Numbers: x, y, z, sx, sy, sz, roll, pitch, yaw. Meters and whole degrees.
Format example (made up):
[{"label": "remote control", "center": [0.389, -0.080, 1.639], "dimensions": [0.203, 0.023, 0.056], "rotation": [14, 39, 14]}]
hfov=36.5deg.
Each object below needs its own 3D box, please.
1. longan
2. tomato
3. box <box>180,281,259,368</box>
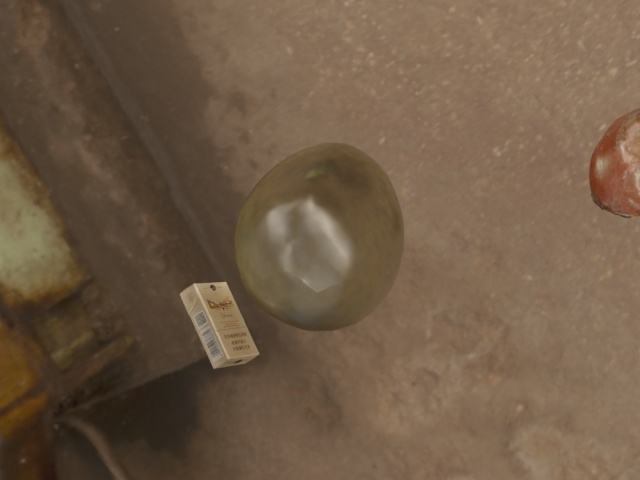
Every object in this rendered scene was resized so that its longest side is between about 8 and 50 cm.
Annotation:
[{"label": "longan", "center": [0.000, 0.000, 1.220], "dimensions": [0.215, 0.246, 0.246], "rotation": [-13, 107, 4]}, {"label": "tomato", "center": [0.536, -0.139, 1.549], "dimensions": [0.181, 0.214, 0.155], "rotation": [26, 133, 56]}, {"label": "box", "center": [-0.098, 0.081, 0.944], "dimensions": [0.024, 0.053, 0.083], "rotation": [-36, 71, 25]}]
